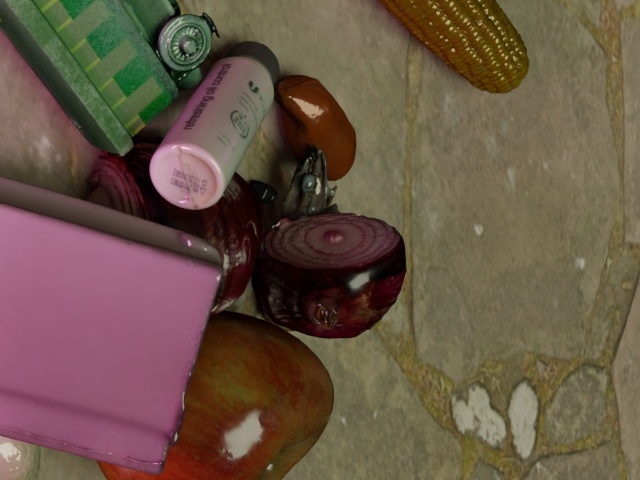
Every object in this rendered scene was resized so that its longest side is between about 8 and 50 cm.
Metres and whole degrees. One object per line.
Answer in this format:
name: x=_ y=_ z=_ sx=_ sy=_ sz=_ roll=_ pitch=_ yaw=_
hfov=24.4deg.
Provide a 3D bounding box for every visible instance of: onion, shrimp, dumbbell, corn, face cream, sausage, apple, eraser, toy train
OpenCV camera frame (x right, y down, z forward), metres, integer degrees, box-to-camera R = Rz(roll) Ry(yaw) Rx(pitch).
onion: x=0.009 y=0.063 z=1.844 sx=0.195 sy=0.218 sz=0.139 roll=5 pitch=119 yaw=-3
shrimp: x=0.000 y=0.000 z=1.997 sx=0.164 sy=0.062 sz=0.316 roll=-21 pitch=137 yaw=-33
dumbbell: x=-0.089 y=-0.037 z=1.952 sx=0.083 sy=0.040 sz=0.036 roll=-66 pitch=165 yaw=5
corn: x=0.175 y=-0.312 z=1.997 sx=0.363 sy=0.120 sz=0.120 roll=33 pitch=87 yaw=-46
face cream: x=-0.111 y=-0.154 z=1.760 sx=0.311 sy=0.092 sz=0.092 roll=-65 pitch=151 yaw=-53
sausage: x=-0.008 y=-0.152 z=1.935 sx=0.089 sy=0.089 sz=0.179 roll=-45 pitch=138 yaw=-15
onion: x=-0.167 y=0.001 z=1.791 sx=0.206 sy=0.207 sz=0.216 roll=-1 pitch=116 yaw=-37
apple: x=-0.152 y=0.214 z=1.881 sx=0.302 sy=0.301 sz=0.301 roll=-19 pitch=121 yaw=-34
eraser: x=-0.309 y=0.084 z=1.626 sx=0.359 sy=0.122 sz=0.272 roll=14 pitch=106 yaw=-6
toy train: x=-0.250 y=-0.253 z=1.654 sx=0.202 sy=0.120 sz=0.301 roll=-44 pitch=133 yaw=-12

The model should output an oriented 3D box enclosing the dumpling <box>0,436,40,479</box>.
dumpling: x=-0.419 y=0.252 z=1.747 sx=0.167 sy=0.126 sz=0.215 roll=-19 pitch=129 yaw=-23
